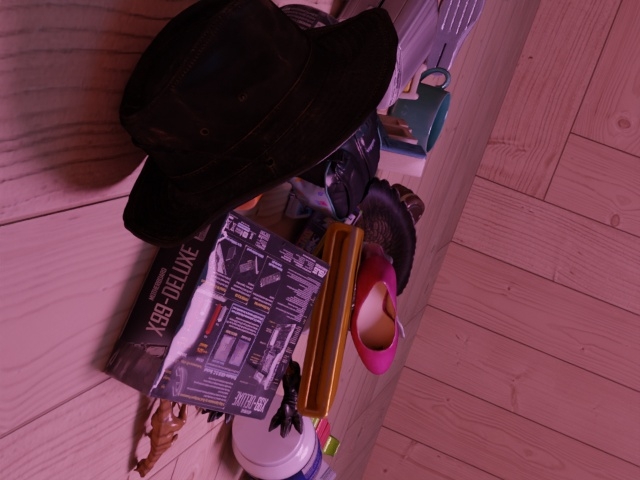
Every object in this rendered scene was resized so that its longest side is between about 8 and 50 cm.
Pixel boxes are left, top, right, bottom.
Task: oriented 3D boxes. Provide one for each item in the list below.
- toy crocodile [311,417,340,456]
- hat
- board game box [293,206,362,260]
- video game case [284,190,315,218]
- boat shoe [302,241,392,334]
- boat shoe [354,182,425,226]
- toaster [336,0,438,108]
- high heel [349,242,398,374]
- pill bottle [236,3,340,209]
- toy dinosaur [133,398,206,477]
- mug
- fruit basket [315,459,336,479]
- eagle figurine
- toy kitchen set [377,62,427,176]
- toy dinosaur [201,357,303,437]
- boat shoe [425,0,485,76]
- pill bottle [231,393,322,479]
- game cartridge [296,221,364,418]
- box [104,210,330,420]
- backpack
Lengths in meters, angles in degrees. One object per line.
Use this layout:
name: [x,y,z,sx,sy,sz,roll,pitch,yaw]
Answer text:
toy crocodile: [-0.024,0.415,2.364,0.340,0.105,0.115,81,34,-64]
hat: [-0.095,-0.153,1.029,0.134,0.331,0.331,50,53,-28]
board game box: [0.000,0.000,1.859,0.170,0.048,0.141,-57,167,0]
video game case: [0.006,-0.127,1.801,0.201,0.023,0.183,-14,125,-75]
boat shoe: [0.041,0.097,1.911,0.219,0.070,0.077,-45,-142,23]
boat shoe: [0.106,-0.008,2.221,0.257,0.095,0.095,-48,142,11]
toaster: [0.094,-0.305,1.642,0.146,0.129,0.227,-58,166,-23]
high heel: [0.093,0.132,1.719,0.117,0.082,0.244,-95,-173,-63]
pill bottle: [-0.059,-0.154,1.277,0.245,0.130,0.130,-60,165,-27]
toy dinosaur: [-0.209,0.242,1.464,0.112,0.064,0.211,-49,156,-51]
mug: [0.198,-0.263,2.165,0.129,0.097,0.157,83,31,-63]
fruit basket: [-0.106,0.580,2.275,0.327,0.165,0.353,-58,146,-15]
eagle figurine: [0.089,0.028,2.027,0.225,0.226,0.298,22,95,-56]
toy kitchen set: [0.124,-0.235,1.910,0.207,0.122,0.166,-107,-150,-64]
toy dinosaur: [-0.088,0.179,1.683,0.322,0.164,0.218,-21,118,-43]
boat shoe: [0.276,-0.454,2.241,0.226,0.083,0.076,-62,-177,30]
pill bottle: [-0.081,0.374,1.979,0.153,0.153,0.264,-63,165,-19]
game cartridge: [0.020,0.115,1.691,0.324,0.053,0.285,12,88,-87]
box: [-0.121,0.096,1.399,0.307,0.077,0.242,30,83,-62]
backpack: [0.011,-0.125,1.557,0.165,0.144,0.188,-63,154,-17]
